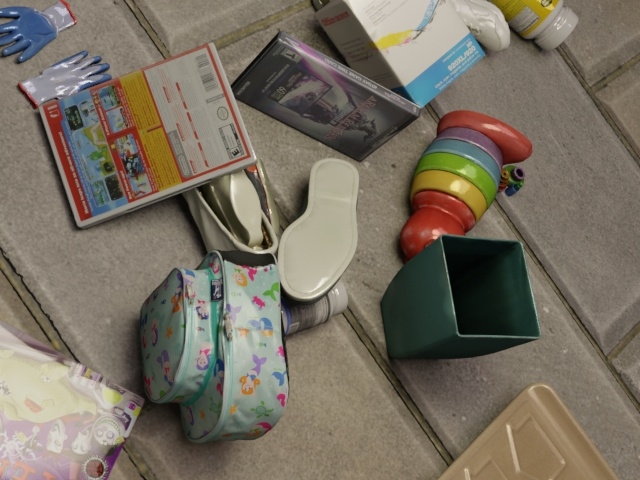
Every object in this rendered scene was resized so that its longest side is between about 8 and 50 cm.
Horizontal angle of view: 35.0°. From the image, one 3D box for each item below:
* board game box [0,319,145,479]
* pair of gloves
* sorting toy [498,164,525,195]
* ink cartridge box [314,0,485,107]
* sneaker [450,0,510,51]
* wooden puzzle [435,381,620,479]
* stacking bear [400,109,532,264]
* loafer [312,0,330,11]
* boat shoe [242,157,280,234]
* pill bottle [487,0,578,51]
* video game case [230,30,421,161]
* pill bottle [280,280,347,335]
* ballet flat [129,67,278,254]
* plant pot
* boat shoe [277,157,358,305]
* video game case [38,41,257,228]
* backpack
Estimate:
[{"bbox_3d":[-0.428,0.221,1.344,0.347,0.056,0.208,32,60,-16],"label":"board game box"},{"bbox_3d":[-0.422,-0.292,1.591,0.159,0.023,0.198,-33,87,-37],"label":"pair of gloves"},{"bbox_3d":[0.372,-0.122,1.983,0.102,0.042,0.061,-14,77,-35],"label":"sorting toy"},{"bbox_3d":[0.139,-0.372,1.819,0.168,0.171,0.232,-40,106,-12],"label":"ink cartridge box"},{"bbox_3d":[0.279,-0.453,2.058,0.232,0.090,0.115,41,60,2],"label":"sneaker"},{"bbox_3d":[0.347,0.459,1.691,0.348,0.080,0.322,-36,89,-32],"label":"wooden puzzle"},{"bbox_3d":[0.235,-0.076,1.816,0.164,0.175,0.289,35,63,-16],"label":"stacking bear"},{"bbox_3d":[0.108,-0.436,1.935,0.251,0.087,0.094,16,61,-24],"label":"loafer"},{"bbox_3d":[-0.101,-0.069,1.674,0.043,0.049,0.137,-18,78,8],"label":"boat shoe"},{"bbox_3d":[0.437,-0.504,2.146,0.208,0.119,0.119,38,55,-12],"label":"pill bottle"},{"bbox_3d":[0.004,-0.236,1.715,0.274,0.196,0.026,26,60,-19],"label":"video game case"},{"bbox_3d":[-0.029,0.103,1.617,0.137,0.078,0.078,-16,78,-36],"label":"pill bottle"},{"bbox_3d":[-0.174,-0.122,1.598,0.139,0.139,0.400,-23,81,-36],"label":"ballet flat"},{"bbox_3d":[0.209,0.114,1.658,0.166,0.234,0.165,4,66,-29],"label":"plant pot"},{"bbox_3d":[0.000,0.000,1.630,0.116,0.099,0.319,13,44,2],"label":"boat shoe"},{"bbox_3d":[-0.261,-0.159,1.530,0.285,0.025,0.204,-21,79,-1],"label":"video game case"},{"bbox_3d":[-0.145,0.157,1.431,0.191,0.225,0.253,-2,68,-30],"label":"backpack"}]
